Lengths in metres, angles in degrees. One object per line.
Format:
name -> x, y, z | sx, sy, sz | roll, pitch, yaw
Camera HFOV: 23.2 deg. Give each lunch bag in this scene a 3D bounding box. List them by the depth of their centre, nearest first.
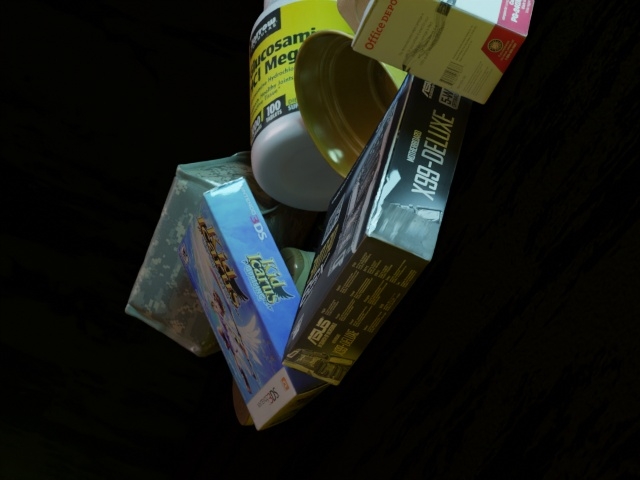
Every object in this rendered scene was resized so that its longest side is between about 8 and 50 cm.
lunch bag -> -0.118, 0.008, 2.232 | 0.287, 0.169, 0.235 | -17, -47, -62

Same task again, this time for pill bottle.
pill bottle -> -0.005, -0.221, 2.156 | 0.188, 0.188, 0.334 | 119, 155, -47

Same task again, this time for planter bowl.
planter bowl -> 0.071, -0.172, 1.915 | 0.090, 0.217, 0.217 | -29, -16, -31

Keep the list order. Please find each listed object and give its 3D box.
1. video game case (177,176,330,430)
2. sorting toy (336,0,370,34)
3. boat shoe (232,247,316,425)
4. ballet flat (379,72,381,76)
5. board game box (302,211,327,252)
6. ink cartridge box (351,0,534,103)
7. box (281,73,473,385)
video game case -> -0.086, 0.086, 1.939 | 0.269, 0.061, 0.244 | 65, 160, 10
sorting toy -> 0.105, -0.272, 1.921 | 0.038, 0.208, 0.193 | -25, -15, -26
boat shoe -> -0.047, 0.141, 2.154 | 0.285, 0.089, 0.104 | -67, 31, 30
ballet flat -> 0.096, -0.286, 2.024 | 0.250, 0.058, 0.084 | 80, 179, -54
board game box -> 0.000, 0.000, 2.338 | 0.170, 0.048, 0.141 | 136, 153, -74
ink cartridge box -> 0.121, -0.216, 1.560 | 0.109, 0.150, 0.063 | 120, 170, -51
box -> 0.061, -0.013, 1.709 | 0.307, 0.076, 0.242 | 122, 168, -56
